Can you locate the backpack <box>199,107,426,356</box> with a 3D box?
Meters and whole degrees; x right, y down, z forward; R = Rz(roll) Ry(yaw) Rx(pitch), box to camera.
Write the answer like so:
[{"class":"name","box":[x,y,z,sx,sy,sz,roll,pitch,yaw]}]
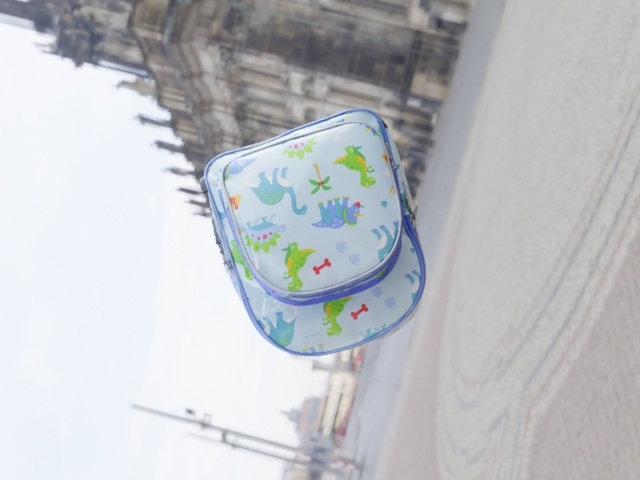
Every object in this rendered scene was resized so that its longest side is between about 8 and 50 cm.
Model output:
[{"class":"backpack","box":[0.000,0.000,0.512,0.084,0.105,0.114,77,175,-84]}]
